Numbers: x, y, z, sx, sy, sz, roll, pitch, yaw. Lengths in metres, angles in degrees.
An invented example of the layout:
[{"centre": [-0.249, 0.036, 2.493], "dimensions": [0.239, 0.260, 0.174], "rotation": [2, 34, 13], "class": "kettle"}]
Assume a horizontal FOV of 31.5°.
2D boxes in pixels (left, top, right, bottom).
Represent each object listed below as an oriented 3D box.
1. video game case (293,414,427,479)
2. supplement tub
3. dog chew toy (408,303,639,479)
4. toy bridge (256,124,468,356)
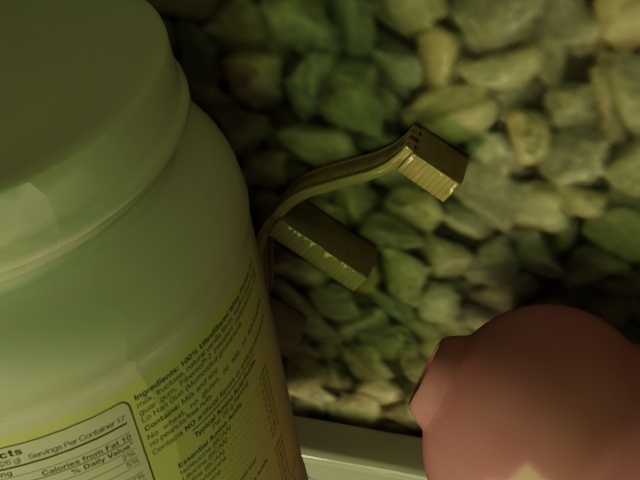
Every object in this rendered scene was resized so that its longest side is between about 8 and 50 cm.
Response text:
[{"centre": [-0.055, 0.225, 0.847], "dimensions": [0.329, 0.036, 0.300], "rotation": [9, 135, 12], "class": "video game case"}, {"centre": [-0.139, 0.058, 0.567], "dimensions": [0.236, 0.235, 0.324], "rotation": [4, 130, 16], "class": "supplement tub"}, {"centre": [0.201, 0.141, 0.569], "dimensions": [0.332, 0.206, 0.206], "rotation": [26, 136, 4], "class": "dog chew toy"}, {"centre": [0.000, 0.000, 0.617], "dimensions": [0.063, 0.026, 0.188], "rotation": [34, 134, -10], "class": "toy bridge"}]
